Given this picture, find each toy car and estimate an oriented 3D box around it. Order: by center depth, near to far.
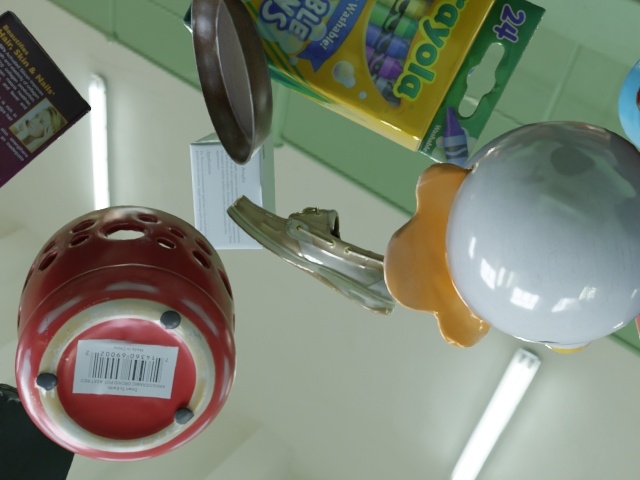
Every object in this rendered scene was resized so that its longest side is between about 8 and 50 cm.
[{"bbox_3d":[0.152,0.011,0.403,0.238,0.210,0.219,-12,-161,2],"label":"toy car"}]

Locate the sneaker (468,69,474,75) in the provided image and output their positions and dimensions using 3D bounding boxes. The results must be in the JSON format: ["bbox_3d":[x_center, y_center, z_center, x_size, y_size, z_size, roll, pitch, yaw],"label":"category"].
[{"bbox_3d":[0.180,-0.307,0.954,0.125,0.261,0.104,31,172,-24],"label":"sneaker"}]

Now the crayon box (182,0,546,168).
[{"bbox_3d":[0.051,-0.234,0.808,0.323,0.203,0.083,27,180,4],"label":"crayon box"}]

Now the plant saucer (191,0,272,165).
[{"bbox_3d":[-0.080,-0.154,0.721,0.029,0.168,0.168,-16,-132,-20],"label":"plant saucer"}]

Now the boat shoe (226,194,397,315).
[{"bbox_3d":[0.000,0.000,0.677,0.170,0.059,0.063,31,-177,9],"label":"boat shoe"}]

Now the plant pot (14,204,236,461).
[{"bbox_3d":[-0.165,0.083,0.672,0.191,0.191,0.174,1,-161,-13],"label":"plant pot"}]

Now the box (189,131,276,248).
[{"bbox_3d":[-0.145,-0.091,1.350,0.119,0.181,0.182,0,-167,4],"label":"box"}]

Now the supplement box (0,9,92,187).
[{"bbox_3d":[-0.304,-0.091,0.658,0.188,0.104,0.081,-47,-152,-19],"label":"supplement box"}]

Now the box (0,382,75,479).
[{"bbox_3d":[-0.467,0.209,0.817,0.296,0.294,0.182,5,-111,26],"label":"box"}]
